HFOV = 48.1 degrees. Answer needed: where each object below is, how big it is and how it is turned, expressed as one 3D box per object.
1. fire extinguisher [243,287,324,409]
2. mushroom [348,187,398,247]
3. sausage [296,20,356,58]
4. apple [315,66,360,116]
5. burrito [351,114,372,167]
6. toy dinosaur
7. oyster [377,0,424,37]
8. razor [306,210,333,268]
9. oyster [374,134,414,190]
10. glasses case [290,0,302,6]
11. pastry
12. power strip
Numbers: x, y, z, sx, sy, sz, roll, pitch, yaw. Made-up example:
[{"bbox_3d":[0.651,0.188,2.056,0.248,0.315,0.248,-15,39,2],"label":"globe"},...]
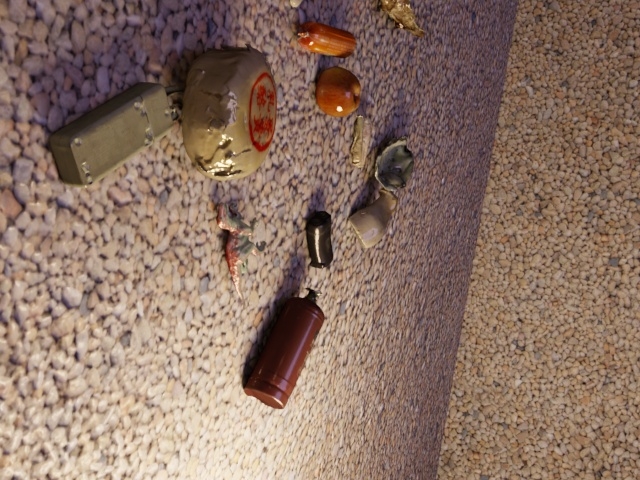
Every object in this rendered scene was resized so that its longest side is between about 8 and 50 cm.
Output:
[{"bbox_3d":[-0.077,0.252,1.814,0.114,0.135,0.337,35,62,-16],"label":"fire extinguisher"},{"bbox_3d":[0.171,-0.067,2.172,0.225,0.093,0.116,-40,113,-31],"label":"mushroom"},{"bbox_3d":[0.007,-0.486,1.731,0.234,0.071,0.071,-16,114,-61],"label":"sausage"},{"bbox_3d":[0.046,-0.376,1.814,0.126,0.102,0.126,-32,127,-57],"label":"apple"},{"bbox_3d":[0.117,-0.285,2.061,0.055,0.041,0.149,1,99,-50],"label":"burrito"},{"bbox_3d":[-0.183,0.038,1.572,0.167,0.053,0.242,-3,103,-62],"label":"toy dinosaur"},{"bbox_3d":[0.205,-0.727,2.029,0.396,0.111,0.204,24,60,-63],"label":"oyster"},{"bbox_3d":[0.000,0.000,1.922,0.090,0.054,0.148,-45,139,-49],"label":"razor"},{"bbox_3d":[0.228,-0.254,2.249,0.199,0.087,0.252,33,49,-40],"label":"oyster"},{"bbox_3d":[-0.048,-0.569,1.641,0.083,0.021,0.032,-64,150,-27],"label":"glasses case"},{"bbox_3d":[-0.171,-0.240,1.360,0.265,0.133,0.265,10,90,-73],"label":"pastry"},{"bbox_3d":[-0.324,-0.191,1.197,0.288,0.053,0.093,-49,140,-46],"label":"power strip"}]
